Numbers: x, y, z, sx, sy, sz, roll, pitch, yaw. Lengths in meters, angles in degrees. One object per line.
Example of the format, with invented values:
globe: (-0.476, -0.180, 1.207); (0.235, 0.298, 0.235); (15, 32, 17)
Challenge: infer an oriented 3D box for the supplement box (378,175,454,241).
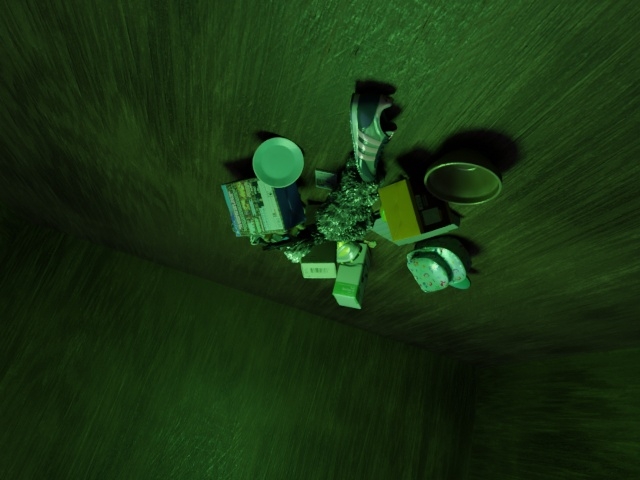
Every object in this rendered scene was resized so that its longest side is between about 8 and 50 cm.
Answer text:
supplement box: (0.333, -0.118, 1.542); (0.194, 0.191, 0.129); (-15, 179, -39)

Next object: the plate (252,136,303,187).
plate: (-0.156, -0.289, 1.641); (0.188, 0.188, 0.024); (26, -165, -22)

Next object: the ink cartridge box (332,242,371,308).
ink cartridge box: (0.166, 0.175, 2.255); (0.122, 0.289, 0.211); (9, 159, 17)

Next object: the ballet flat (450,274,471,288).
ballet flat: (0.604, 0.149, 2.186); (0.281, 0.095, 0.096); (25, -162, 4)

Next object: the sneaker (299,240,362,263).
sneaker: (0.026, 0.036, 2.172); (0.385, 0.145, 0.147); (-16, 124, 42)

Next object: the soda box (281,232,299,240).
soda box: (-0.094, 0.004, 2.328); (0.210, 0.067, 0.071); (25, 155, -21)

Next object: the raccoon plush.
raccoon plush: (0.062, -0.099, 1.626); (0.216, 0.446, 0.299); (38, 163, 17)

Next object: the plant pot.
plant pot: (0.462, -0.221, 1.429); (0.237, 0.109, 0.237); (13, 157, 6)

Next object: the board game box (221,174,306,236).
board game box: (-0.235, -0.155, 1.832); (0.291, 0.141, 0.232); (-4, 107, 39)

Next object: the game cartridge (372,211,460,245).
game cartridge: (0.378, -0.078, 1.865); (0.230, 0.068, 0.355); (24, 155, -27)

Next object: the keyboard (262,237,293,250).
keyboard: (-0.141, 0.006, 2.157); (0.317, 0.033, 0.202); (-15, -174, -36)

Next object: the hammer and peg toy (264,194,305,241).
hammer and peg toy: (-0.198, -0.101, 2.084); (0.361, 0.127, 0.266); (-7, 148, 42)

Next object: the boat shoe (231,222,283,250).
boat shoe: (-0.334, -0.024, 2.377); (0.320, 0.099, 0.116); (14, 157, 5)

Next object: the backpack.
backpack: (0.533, 0.105, 1.989); (0.254, 0.191, 0.225); (-22, 106, 43)

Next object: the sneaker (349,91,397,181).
sneaker: (0.173, -0.306, 1.371); (0.131, 0.112, 0.319); (3, 142, 17)

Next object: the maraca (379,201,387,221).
maraca: (0.283, -0.144, 1.683); (0.099, 0.127, 0.185); (39, 142, 27)

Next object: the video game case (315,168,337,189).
video game case: (0.023, -0.242, 1.780); (0.087, 0.011, 0.122); (13, 156, 6)

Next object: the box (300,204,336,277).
box: (0.000, 0.000, 1.919); (0.148, 0.311, 0.121); (-2, 145, 5)

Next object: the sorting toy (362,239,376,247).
sorting toy: (0.245, 0.015, 2.208); (0.062, 0.012, 0.083); (19, 157, -6)
